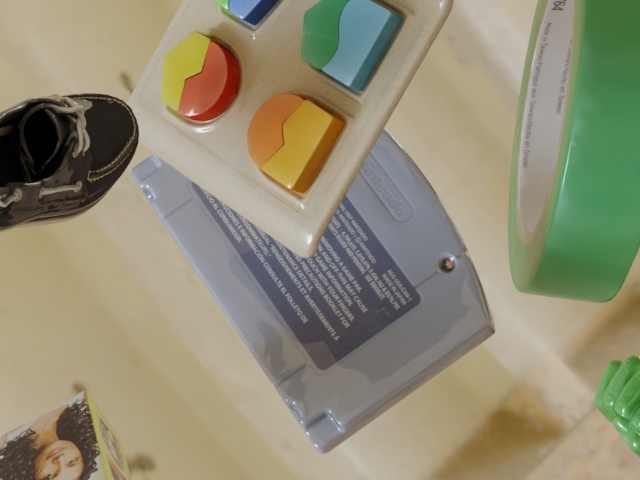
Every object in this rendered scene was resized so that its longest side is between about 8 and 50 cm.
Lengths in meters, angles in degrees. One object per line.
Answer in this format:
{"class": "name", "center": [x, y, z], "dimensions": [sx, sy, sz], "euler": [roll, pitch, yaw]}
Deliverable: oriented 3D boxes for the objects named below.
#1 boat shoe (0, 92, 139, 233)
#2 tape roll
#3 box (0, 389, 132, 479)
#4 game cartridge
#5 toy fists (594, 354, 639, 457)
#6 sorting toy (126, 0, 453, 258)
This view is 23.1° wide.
{"class": "boat shoe", "center": [-0.161, -0.051, 0.932], "dimensions": [0.065, 0.075, 0.206], "euler": [-29, 2, 34]}
{"class": "tape roll", "center": [0.226, -0.109, 1.338], "dimensions": [0.321, 0.077, 0.321], "euler": [-173, 90, -88]}
{"class": "box", "center": [-0.165, 0.203, 1.058], "dimensions": [0.087, 0.232, 0.058], "euler": [-30, -55, 0]}
{"class": "game cartridge", "center": [0.000, 0.000, 1.260], "dimensions": [0.196, 0.294, 0.060], "euler": [-36, -22, 2]}
{"class": "toy fists", "center": [0.386, 0.222, 1.632], "dimensions": [0.096, 0.279, 0.142], "euler": [-37, -52, -1]}
{"class": "sorting toy", "center": [-0.032, -0.121, 1.044], "dimensions": [0.038, 0.193, 0.208], "euler": [9, -68, -57]}
